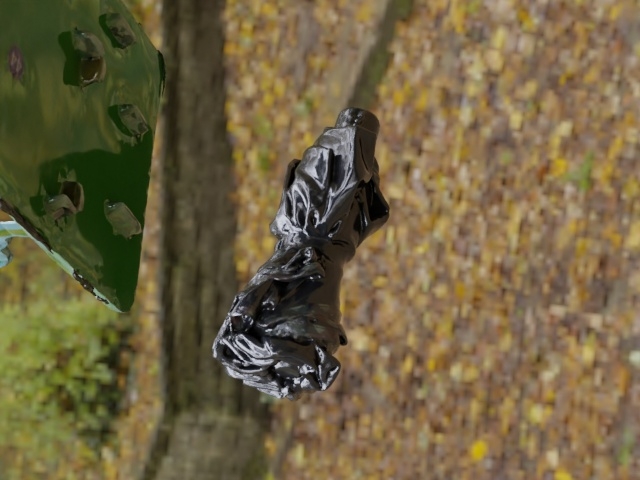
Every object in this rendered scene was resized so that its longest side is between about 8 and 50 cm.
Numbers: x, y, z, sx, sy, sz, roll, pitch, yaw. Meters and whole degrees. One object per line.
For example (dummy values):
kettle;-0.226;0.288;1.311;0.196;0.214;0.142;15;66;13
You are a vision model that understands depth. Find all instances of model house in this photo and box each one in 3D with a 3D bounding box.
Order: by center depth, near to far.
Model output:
model house;-0.304;-0.104;1.039;0.358;0.312;0.243;55;-142;-60

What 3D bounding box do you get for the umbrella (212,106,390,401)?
umbrella;-0.001;0.000;1.250;0.122;0.110;0.272;62;-139;-50
